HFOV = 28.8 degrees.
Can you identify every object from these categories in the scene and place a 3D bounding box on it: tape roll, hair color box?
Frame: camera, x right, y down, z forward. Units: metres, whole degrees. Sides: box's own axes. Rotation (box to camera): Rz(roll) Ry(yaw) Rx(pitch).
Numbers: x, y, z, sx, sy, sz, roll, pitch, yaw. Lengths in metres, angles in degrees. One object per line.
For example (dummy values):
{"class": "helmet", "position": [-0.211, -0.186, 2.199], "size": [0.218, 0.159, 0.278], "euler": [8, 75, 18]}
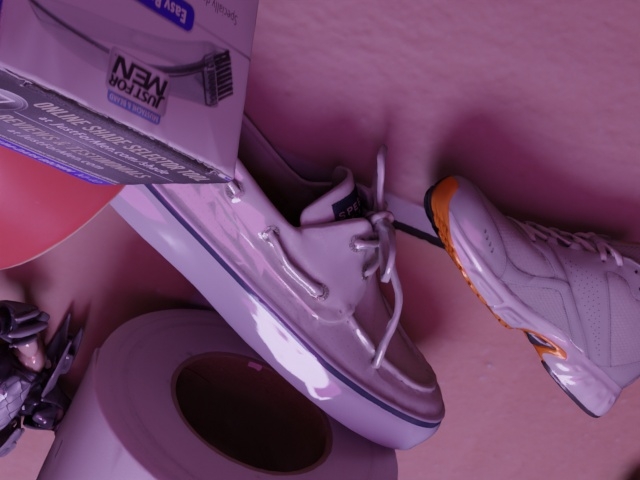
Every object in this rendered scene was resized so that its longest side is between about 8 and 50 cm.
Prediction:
{"class": "tape roll", "position": [-0.084, 0.191, 0.953], "size": [0.246, 0.246, 0.169], "euler": [20, 118, -15]}
{"class": "hair color box", "position": [-0.111, -0.213, 0.638], "size": [0.110, 0.338, 0.185], "euler": [-1, 166, 30]}

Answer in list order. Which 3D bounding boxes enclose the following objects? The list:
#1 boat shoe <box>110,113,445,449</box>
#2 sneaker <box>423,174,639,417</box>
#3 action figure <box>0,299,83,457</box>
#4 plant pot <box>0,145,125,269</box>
{"class": "boat shoe", "position": [-0.001, -0.004, 0.918], "size": [0.156, 0.136, 0.367], "euler": [-40, 106, 15]}
{"class": "sneaker", "position": [0.186, 0.021, 0.965], "size": [0.121, 0.099, 0.262], "euler": [-40, 123, 10]}
{"class": "action figure", "position": [-0.310, 0.099, 0.971], "size": [0.285, 0.099, 0.185], "euler": [27, 107, -23]}
{"class": "plant pot", "position": [-0.237, -0.127, 0.761], "size": [0.275, 0.275, 0.243], "euler": [-32, 127, 15]}
